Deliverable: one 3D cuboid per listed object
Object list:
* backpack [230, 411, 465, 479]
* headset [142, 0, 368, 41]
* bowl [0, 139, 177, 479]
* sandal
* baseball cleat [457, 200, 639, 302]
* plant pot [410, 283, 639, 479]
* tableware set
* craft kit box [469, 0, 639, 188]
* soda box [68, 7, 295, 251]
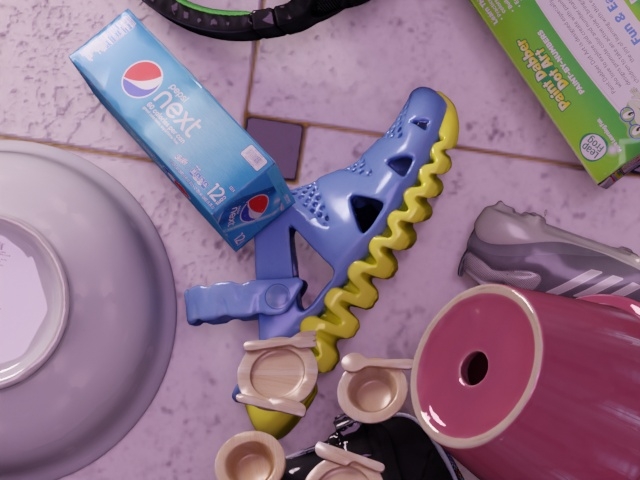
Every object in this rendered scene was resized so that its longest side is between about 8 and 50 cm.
[{"bbox_3d":[0.037,0.292,1.510,0.225,0.191,0.253,-23,53,-5],"label":"backpack"},{"bbox_3d":[0.001,-0.311,1.604,0.394,0.185,0.243,-15,84,8],"label":"headset"},{"bbox_3d":[-0.266,0.055,1.579,0.298,0.134,0.298,0,84,-2],"label":"bowl"},{"bbox_3d":[0.000,0.000,1.602,0.138,0.126,0.317,34,82,6],"label":"sandal"},{"bbox_3d":[0.216,0.044,1.635,0.206,0.072,0.109,23,97,6],"label":"baseball cleat"},{"bbox_3d":[0.174,0.122,1.499,0.180,0.201,0.201,26,81,-41],"label":"plant pot"},{"bbox_3d":[-0.008,0.144,1.493,0.141,0.020,0.169,7,61,16],"label":"tableware set"},{"bbox_3d":[0.263,-0.213,1.618,0.246,0.061,0.250,-35,79,10],"label":"craft kit box"},{"bbox_3d":[-0.113,-0.092,1.592,0.067,0.071,0.210,-39,61,-6],"label":"soda box"}]
